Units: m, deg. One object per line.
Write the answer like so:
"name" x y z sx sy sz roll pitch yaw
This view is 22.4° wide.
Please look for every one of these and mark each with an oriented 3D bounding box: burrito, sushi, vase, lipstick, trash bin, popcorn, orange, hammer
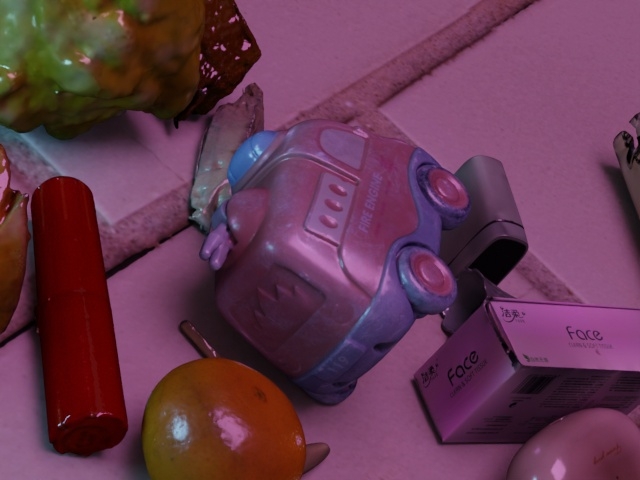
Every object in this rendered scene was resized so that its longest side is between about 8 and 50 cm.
"burrito" -0.097 -0.091 1.773 0.058 0.063 0.229 62 27 -44
"sushi" -0.170 -0.264 1.823 0.287 0.140 0.149 63 6 27
"vase" 0.217 0.090 1.835 0.149 0.081 0.081 21 41 -30
"lipstick" -0.227 0.064 1.491 0.073 0.073 0.279 14 44 -30
"trash bin" 0.180 -0.014 1.871 0.059 0.116 0.130 17 42 -28
"popcorn" -0.264 -0.276 1.620 0.334 0.292 0.293 9 57 -19
"orange" -0.090 0.181 1.447 0.156 0.124 0.156 36 21 -16
"hammer" -0.066 0.146 1.581 0.195 0.028 0.060 48 33 13

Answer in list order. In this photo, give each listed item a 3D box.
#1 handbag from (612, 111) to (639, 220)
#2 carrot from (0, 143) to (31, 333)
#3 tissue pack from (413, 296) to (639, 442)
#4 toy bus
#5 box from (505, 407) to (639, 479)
"handbag" 0.541 0.000 2.130 0.237 0.160 0.358 11 45 -24
"carrot" -0.394 -0.003 1.339 0.254 0.196 0.196 -3 54 -33
"tissue pack" 0.240 0.144 1.740 0.246 0.148 0.092 5 48 -39
"toy bus" 0.000 0.000 1.629 0.232 0.197 0.294 33 39 -15
"box" 0.275 0.255 1.684 0.200 0.088 0.146 -20 86 -45
